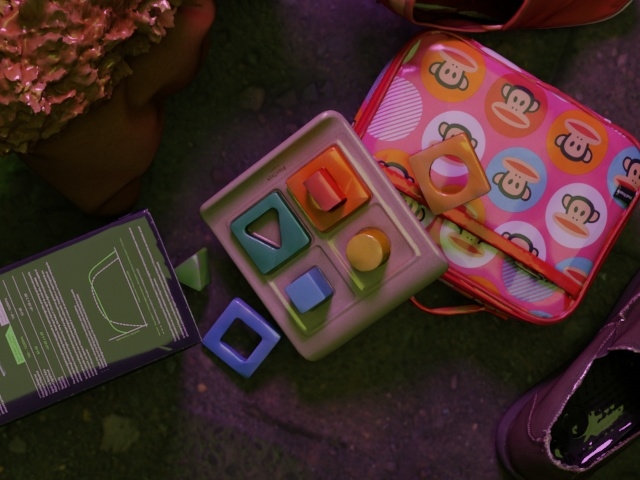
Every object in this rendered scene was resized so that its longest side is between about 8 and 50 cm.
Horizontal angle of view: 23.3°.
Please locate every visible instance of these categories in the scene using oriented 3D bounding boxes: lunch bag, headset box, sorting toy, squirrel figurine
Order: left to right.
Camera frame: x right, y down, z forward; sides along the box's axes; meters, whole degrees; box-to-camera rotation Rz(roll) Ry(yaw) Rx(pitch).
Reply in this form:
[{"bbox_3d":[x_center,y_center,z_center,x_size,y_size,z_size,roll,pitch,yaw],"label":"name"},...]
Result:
[{"bbox_3d":[-0.270,0.084,1.441,0.283,0.246,0.131,-23,93,-7],"label":"headset box"},{"bbox_3d":[-0.165,-0.237,1.385,0.370,0.397,0.281,-40,88,4],"label":"squirrel figurine"},{"bbox_3d":[0.000,0.000,1.504,0.347,0.047,0.196,-36,92,20],"label":"sorting toy"},{"bbox_3d":[0.155,-0.048,1.576,0.293,0.120,0.258,30,88,-4],"label":"lunch bag"}]

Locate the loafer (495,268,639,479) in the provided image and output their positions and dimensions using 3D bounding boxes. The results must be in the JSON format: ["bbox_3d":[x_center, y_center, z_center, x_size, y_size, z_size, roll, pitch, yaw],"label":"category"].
[{"bbox_3d":[0.343,0.127,1.587,0.134,0.130,0.366,45,83,-5],"label":"loafer"}]

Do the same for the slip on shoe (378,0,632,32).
[{"bbox_3d":[0.189,-0.251,1.541,0.331,0.101,0.123,-1,130,-33],"label":"slip on shoe"}]
